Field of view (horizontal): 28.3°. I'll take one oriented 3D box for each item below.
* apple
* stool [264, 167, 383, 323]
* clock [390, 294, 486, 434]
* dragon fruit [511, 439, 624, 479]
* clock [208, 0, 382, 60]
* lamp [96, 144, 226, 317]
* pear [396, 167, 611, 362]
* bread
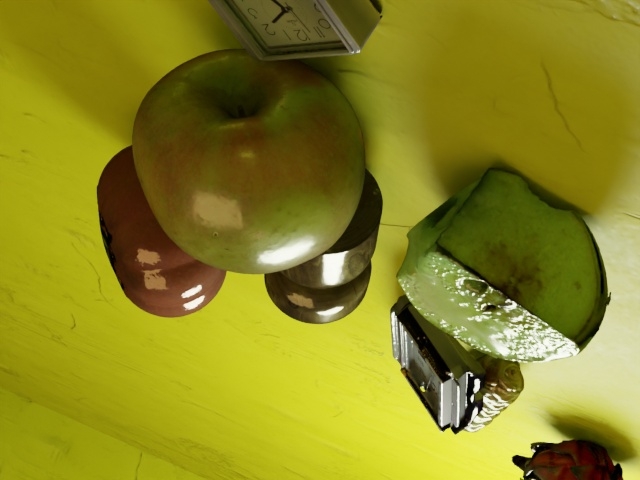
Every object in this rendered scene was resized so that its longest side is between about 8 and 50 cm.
[{"bbox_3d":[-0.096,-0.102,1.753,0.319,0.319,0.277,21,143,17],"label":"apple"},{"bbox_3d":[0.000,0.000,1.999,0.179,0.179,0.264,25,154,9],"label":"stool"},{"bbox_3d":[0.203,0.213,2.203,0.186,0.083,0.253,57,167,28],"label":"clock"},{"bbox_3d":[0.473,0.454,2.372,0.189,0.182,0.182,-7,164,-21],"label":"dragon fruit"},{"bbox_3d":[-0.037,-0.300,1.598,0.193,0.073,0.144,3,144,43],"label":"clock"},{"bbox_3d":[-0.248,-0.025,2.135,0.305,0.240,0.305,163,90,-81],"label":"lamp"},{"bbox_3d":[0.256,0.046,1.833,0.286,0.176,0.282,34,157,-1],"label":"pear"},{"bbox_3d":[0.299,0.275,2.311,0.087,0.098,0.269,-8,159,-14],"label":"bread"}]
